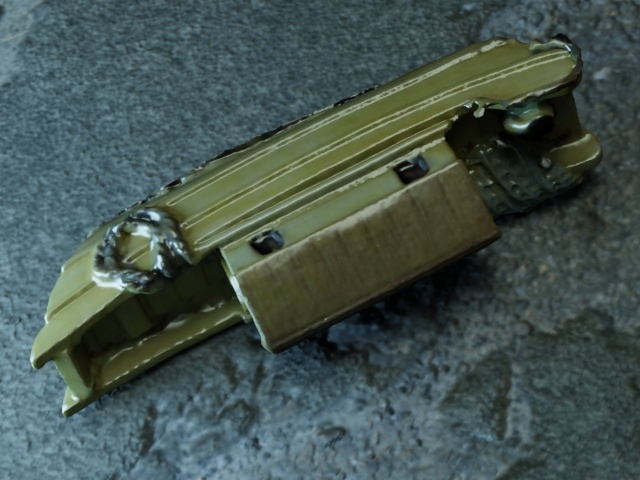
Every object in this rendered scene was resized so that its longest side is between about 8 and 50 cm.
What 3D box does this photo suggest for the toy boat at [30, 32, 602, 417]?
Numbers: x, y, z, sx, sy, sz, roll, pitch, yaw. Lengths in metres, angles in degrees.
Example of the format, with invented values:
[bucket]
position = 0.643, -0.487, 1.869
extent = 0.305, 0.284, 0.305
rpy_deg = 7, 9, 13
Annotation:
[toy boat]
position = 0.000, 0.000, 1.334
extent = 0.445, 0.136, 0.162
rpy_deg = -25, 49, -1
